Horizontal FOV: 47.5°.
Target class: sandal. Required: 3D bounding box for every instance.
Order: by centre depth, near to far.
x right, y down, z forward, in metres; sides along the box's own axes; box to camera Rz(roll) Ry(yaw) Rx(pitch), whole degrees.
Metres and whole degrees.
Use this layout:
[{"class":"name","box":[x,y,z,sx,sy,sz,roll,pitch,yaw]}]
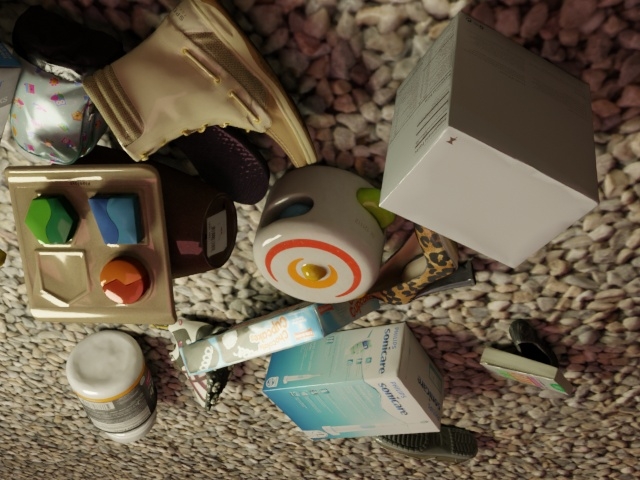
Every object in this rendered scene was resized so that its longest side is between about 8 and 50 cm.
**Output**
[{"class":"sandal","box":[-0.163,-0.154,1.032,0.097,0.055,0.254,-31,116,33]}]

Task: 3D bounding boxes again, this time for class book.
[{"class":"book","box":[0.379,0.243,1.338,0.144,0.035,0.096,9,158,41]}]

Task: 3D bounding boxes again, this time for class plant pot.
[{"class":"plant pot","box":[-0.245,-0.024,1.048,0.230,0.215,0.215,7,142,20]}]

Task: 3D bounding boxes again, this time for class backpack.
[{"class":"backpack","box":[-0.339,-0.193,0.955,0.151,0.115,0.182,27,135,3]}]

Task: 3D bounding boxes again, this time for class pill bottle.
[{"class":"pill bottle","box":[-0.453,0.334,1.622,0.162,0.162,0.279,8,142,6]}]

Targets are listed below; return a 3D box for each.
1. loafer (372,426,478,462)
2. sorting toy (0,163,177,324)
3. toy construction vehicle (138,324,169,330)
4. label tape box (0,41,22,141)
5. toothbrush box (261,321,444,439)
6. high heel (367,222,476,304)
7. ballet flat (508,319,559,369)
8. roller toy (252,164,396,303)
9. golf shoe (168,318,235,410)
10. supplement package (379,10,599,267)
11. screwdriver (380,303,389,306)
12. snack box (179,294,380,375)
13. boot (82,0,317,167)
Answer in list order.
[{"class":"loafer","box":[0.225,0.460,1.643,0.251,0.094,0.087,16,138,-4]},{"class":"sorting toy","box":[-0.349,0.012,0.963,0.307,0.041,0.229,0,111,10]},{"class":"toy construction vehicle","box":[-0.357,0.147,1.470,0.098,0.035,0.086,4,152,15]},{"class":"label tape box","box":[-0.481,-0.243,0.874,0.241,0.106,0.333,50,137,4]},{"class":"toothbrush box","box":[0.070,0.287,1.444,0.295,0.126,0.216,-12,135,29]},{"class":"high heel","box":[0.122,0.023,1.124,0.186,0.093,0.261,-12,145,19]},{"class":"ballet flat","box":[0.384,0.206,1.318,0.057,0.049,0.173,-17,133,33]},{"class":"roller toy","box":[0.000,0.000,1.091,0.191,0.146,0.209,15,142,-3]},{"class":"golf shoe","box":[-0.250,0.255,1.536,0.120,0.105,0.273,22,138,14]},{"class":"supplement package","box":[0.195,-0.115,0.849,0.194,0.203,0.149,24,140,-14]},{"class":"screwdriver","box":[0.101,0.122,1.323,0.169,0.024,0.025,-15,164,21]},{"class":"snack box","box":[-0.074,0.155,1.285,0.321,0.187,0.060,-21,88,35]},{"class":"boot","box":[-0.142,-0.153,0.914,0.203,0.095,0.262,-35,124,6]}]
